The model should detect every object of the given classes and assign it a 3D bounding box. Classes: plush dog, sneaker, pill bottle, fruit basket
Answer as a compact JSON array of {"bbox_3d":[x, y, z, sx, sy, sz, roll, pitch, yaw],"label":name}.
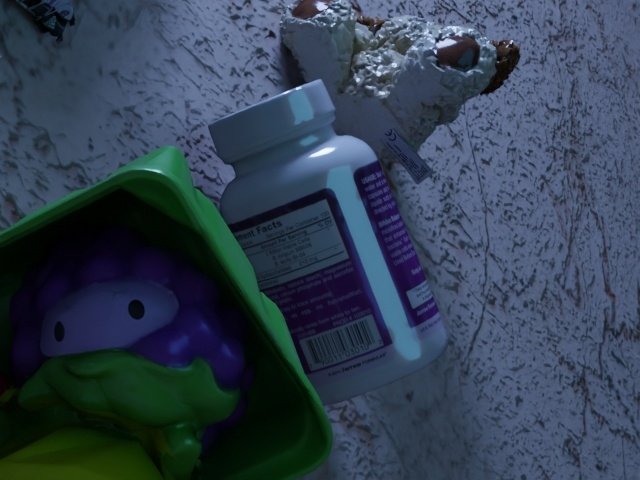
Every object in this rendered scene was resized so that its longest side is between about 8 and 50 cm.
[{"bbox_3d":[0.100,-0.184,2.109,0.225,0.262,0.210,-37,138,-51],"label":"plush dog"},{"bbox_3d":[-0.252,-0.211,1.662,0.098,0.038,0.069,-11,81,-61],"label":"sneaker"},{"bbox_3d":[0.000,0.000,1.829,0.169,0.169,0.301,-27,97,-61],"label":"pill bottle"},{"bbox_3d":[-0.191,0.143,1.200,0.283,0.392,0.392,59,30,-19],"label":"fruit basket"}]

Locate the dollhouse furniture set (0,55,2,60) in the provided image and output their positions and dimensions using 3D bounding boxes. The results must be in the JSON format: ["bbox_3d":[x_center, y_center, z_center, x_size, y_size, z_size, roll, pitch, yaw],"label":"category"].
[{"bbox_3d":[-0.344,-0.215,1.404,0.262,0.135,0.259,49,35,-33],"label":"dollhouse furniture set"}]
